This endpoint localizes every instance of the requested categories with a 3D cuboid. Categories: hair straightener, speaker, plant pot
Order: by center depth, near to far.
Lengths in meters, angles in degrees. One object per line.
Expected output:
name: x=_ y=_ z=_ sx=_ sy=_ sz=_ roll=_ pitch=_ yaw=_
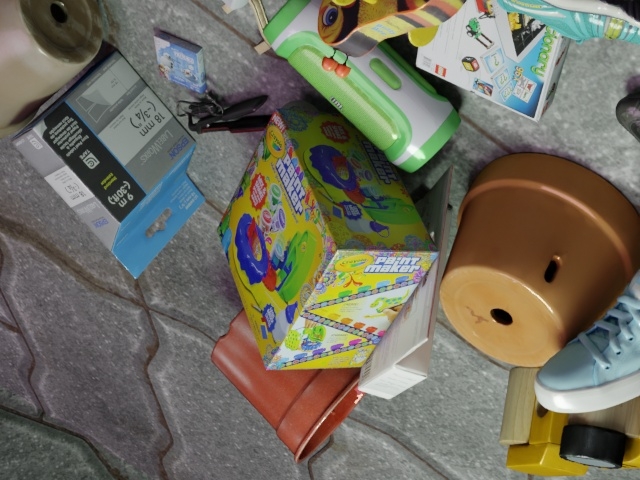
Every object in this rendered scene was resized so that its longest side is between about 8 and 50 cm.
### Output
speaker: x=0.059 y=-0.236 z=1.616 sx=0.296 sy=0.131 sz=0.131 roll=43 pitch=147 yaw=-7
plant pot: x=0.308 y=0.047 z=1.645 sx=0.291 sy=0.203 sz=0.290 roll=25 pitch=144 yaw=19
plant pot: x=-0.537 y=-0.353 z=1.921 sx=0.280 sy=0.323 sz=0.323 roll=-14 pitch=121 yaw=34
hair straightener: x=-0.173 y=-0.228 z=1.933 sx=0.230 sy=0.047 sz=0.089 roll=5 pitch=134 yaw=47
plant pot: x=-0.053 y=0.246 z=2.204 sx=0.265 sy=0.272 sz=0.272 roll=40 pitch=148 yaw=13

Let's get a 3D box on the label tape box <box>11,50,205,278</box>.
label tape box: x=-0.349 y=-0.136 z=2.025 sx=0.106 sy=0.240 sz=0.333 roll=-18 pitch=118 yaw=50

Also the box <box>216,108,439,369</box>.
box: x=0.000 y=0.000 z=1.724 sx=0.279 sy=0.177 sz=0.290 roll=-60 pitch=40 yaw=39

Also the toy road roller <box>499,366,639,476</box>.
toy road roller: x=0.455 y=0.279 z=1.782 sx=0.241 sy=0.202 sz=0.329 roll=16 pitch=164 yaw=-15

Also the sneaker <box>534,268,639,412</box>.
sneaker: x=0.436 y=0.093 z=1.503 sx=0.150 sy=0.366 sz=0.135 roll=64 pitch=175 yaw=-22

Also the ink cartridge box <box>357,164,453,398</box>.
ink cartridge box: x=0.155 y=0.069 z=1.730 sx=0.066 sy=0.296 sz=0.261 roll=19 pitch=152 yaw=-14

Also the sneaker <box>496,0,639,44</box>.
sneaker: x=0.334 y=-0.274 z=1.295 sx=0.275 sy=0.107 sz=0.110 roll=17 pitch=160 yaw=-5

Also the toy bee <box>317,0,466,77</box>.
toy bee: x=0.068 y=-0.287 z=1.431 sx=0.195 sy=0.162 sz=0.298 roll=13 pitch=175 yaw=-25

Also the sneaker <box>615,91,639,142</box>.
sneaker: x=0.465 y=-0.097 z=1.408 sx=0.234 sy=0.106 sz=0.078 roll=36 pitch=146 yaw=5

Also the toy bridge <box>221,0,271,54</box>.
toy bridge: x=-0.125 y=-0.369 z=1.724 sx=0.188 sy=0.026 sz=0.063 roll=49 pitch=144 yaw=-16

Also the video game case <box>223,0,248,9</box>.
video game case: x=-0.169 y=-0.513 z=1.464 sx=0.300 sy=0.036 sz=0.329 roll=47 pitch=147 yaw=17

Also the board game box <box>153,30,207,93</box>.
board game box: x=-0.239 y=-0.303 z=1.917 sx=0.090 sy=0.020 sz=0.090 roll=25 pitch=143 yaw=21

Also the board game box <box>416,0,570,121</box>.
board game box: x=0.230 y=-0.307 z=1.430 sx=0.193 sy=0.053 sz=0.305 roll=28 pitch=146 yaw=17

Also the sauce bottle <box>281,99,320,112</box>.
sauce bottle: x=-0.062 y=-0.101 z=1.906 sx=0.111 sy=0.111 sz=0.344 roll=33 pitch=148 yaw=9
